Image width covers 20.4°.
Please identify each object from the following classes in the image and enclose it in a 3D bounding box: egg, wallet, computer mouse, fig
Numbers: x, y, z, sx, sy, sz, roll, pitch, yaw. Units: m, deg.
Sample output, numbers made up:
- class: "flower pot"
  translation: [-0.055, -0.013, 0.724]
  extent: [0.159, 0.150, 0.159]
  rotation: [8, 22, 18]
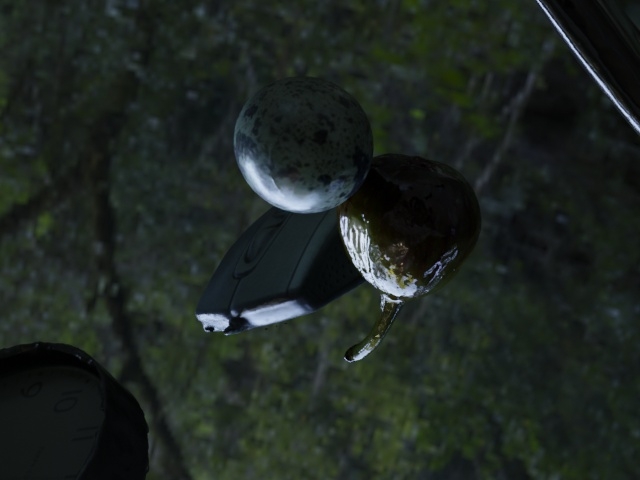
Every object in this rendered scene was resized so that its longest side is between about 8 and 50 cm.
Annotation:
- class: "egg"
  translation: [-0.020, -0.096, 1.740]
  extent: [0.132, 0.132, 0.172]
  rotation: [0, -164, -22]
- class: "wallet"
  translation: [0.153, -0.225, 1.297]
  extent: [0.377, 0.051, 0.197]
  rotation: [53, -161, -3]
- class: "computer mouse"
  translation: [0.000, 0.000, 2.007]
  extent: [0.188, 0.122, 0.371]
  rotation: [-16, -167, 45]
- class: "fig"
  translation: [0.072, 0.032, 1.815]
  extent: [0.149, 0.245, 0.149]
  rotation: [13, -157, -6]

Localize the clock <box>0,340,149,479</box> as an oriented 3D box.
- class: "clock"
  translation: [-0.286, 0.216, 1.479]
  extent: [0.312, 0.061, 0.313]
  rotation: [-25, -146, 18]
